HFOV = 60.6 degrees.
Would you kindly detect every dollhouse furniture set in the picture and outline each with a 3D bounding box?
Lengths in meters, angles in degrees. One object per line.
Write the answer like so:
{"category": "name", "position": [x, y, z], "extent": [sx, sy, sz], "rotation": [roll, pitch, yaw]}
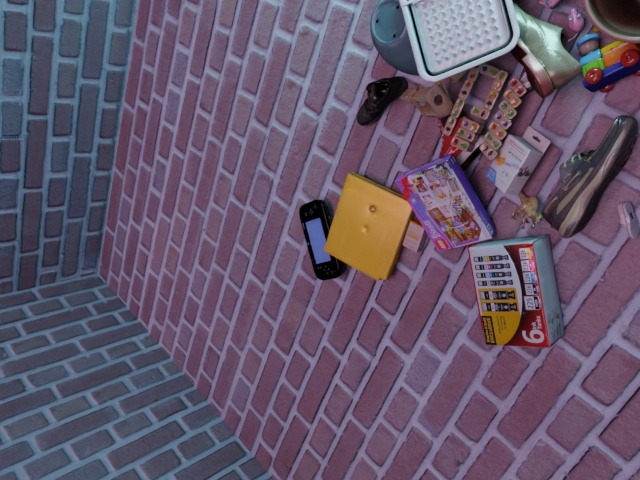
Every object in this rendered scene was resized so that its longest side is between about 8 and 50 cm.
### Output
{"category": "dollhouse furniture set", "position": [0.375, -0.479, 1.755], "extent": [0.101, 0.161, 0.182], "rotation": [46, 178, -21]}

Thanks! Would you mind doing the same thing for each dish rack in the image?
{"category": "dish rack", "position": [0.380, -0.623, 1.508], "extent": [0.285, 0.072, 0.333], "rotation": [-16, 83, 28]}

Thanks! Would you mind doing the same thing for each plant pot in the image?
{"category": "plant pot", "position": [0.758, -0.586, 1.241], "extent": [0.263, 0.229, 0.263], "rotation": [14, 115, 33]}
{"category": "plant pot", "position": [0.268, -0.668, 1.702], "extent": [0.290, 0.195, 0.290], "rotation": [11, 107, 40]}

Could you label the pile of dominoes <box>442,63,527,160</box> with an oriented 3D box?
{"category": "pile of dominoes", "position": [0.474, -0.382, 1.608], "extent": [0.196, 0.040, 0.251], "rotation": [35, 113, 34]}

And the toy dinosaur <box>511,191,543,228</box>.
{"category": "toy dinosaur", "position": [0.609, -0.095, 1.620], "extent": [0.183, 0.053, 0.093], "rotation": [-106, 25, -47]}

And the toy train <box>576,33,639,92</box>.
{"category": "toy train", "position": [0.771, -0.488, 1.362], "extent": [0.248, 0.105, 0.143], "rotation": [-24, 70, 43]}

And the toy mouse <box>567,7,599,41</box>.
{"category": "toy mouse", "position": [0.684, -0.584, 1.400], "extent": [0.143, 0.031, 0.161], "rotation": [37, 135, -18]}

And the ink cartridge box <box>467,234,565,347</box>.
{"category": "ink cartridge box", "position": [0.564, 0.156, 1.669], "extent": [0.271, 0.130, 0.310], "rotation": [-8, 95, 44]}

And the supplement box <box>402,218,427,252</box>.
{"category": "supplement box", "position": [0.332, -0.016, 1.902], "extent": [0.062, 0.036, 0.098], "rotation": [32, 119, 33]}

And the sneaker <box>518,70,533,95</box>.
{"category": "sneaker", "position": [0.601, -0.466, 1.545], "extent": [0.135, 0.052, 0.058], "rotation": [-31, 74, 41]}

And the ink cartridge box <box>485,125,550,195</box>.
{"category": "ink cartridge box", "position": [0.571, -0.236, 1.595], "extent": [0.104, 0.061, 0.181], "rotation": [59, 135, 46]}

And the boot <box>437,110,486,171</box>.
{"category": "boot", "position": [0.399, -0.293, 1.751], "extent": [0.244, 0.088, 0.176], "rotation": [-49, 64, 33]}

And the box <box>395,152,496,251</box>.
{"category": "box", "position": [0.395, -0.113, 1.731], "extent": [0.201, 0.057, 0.293], "rotation": [-18, 112, 43]}

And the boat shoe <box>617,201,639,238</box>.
{"category": "boat shoe", "position": [0.817, -0.053, 1.460], "extent": [0.035, 0.035, 0.100], "rotation": [-15, 94, 70]}

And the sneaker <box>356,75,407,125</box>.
{"category": "sneaker", "position": [0.179, -0.477, 1.874], "extent": [0.227, 0.130, 0.087], "rotation": [-35, 74, 43]}

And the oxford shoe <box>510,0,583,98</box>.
{"category": "oxford shoe", "position": [0.588, -0.547, 1.492], "extent": [0.130, 0.123, 0.348], "rotation": [-26, 65, 18]}

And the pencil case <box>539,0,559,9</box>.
{"category": "pencil case", "position": [0.675, -0.709, 1.373], "extent": [0.284, 0.124, 0.124], "rotation": [-27, 82, 41]}

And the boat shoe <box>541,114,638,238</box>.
{"category": "boat shoe", "position": [0.703, -0.176, 1.465], "extent": [0.130, 0.132, 0.355], "rotation": [39, 123, 31]}

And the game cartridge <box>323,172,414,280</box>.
{"category": "game cartridge", "position": [0.176, -0.046, 1.994], "extent": [0.285, 0.052, 0.324], "rotation": [29, 115, 26]}

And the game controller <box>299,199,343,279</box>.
{"category": "game controller", "position": [0.000, 0.000, 2.188], "extent": [0.166, 0.067, 0.319], "rotation": [-15, 89, 43]}
